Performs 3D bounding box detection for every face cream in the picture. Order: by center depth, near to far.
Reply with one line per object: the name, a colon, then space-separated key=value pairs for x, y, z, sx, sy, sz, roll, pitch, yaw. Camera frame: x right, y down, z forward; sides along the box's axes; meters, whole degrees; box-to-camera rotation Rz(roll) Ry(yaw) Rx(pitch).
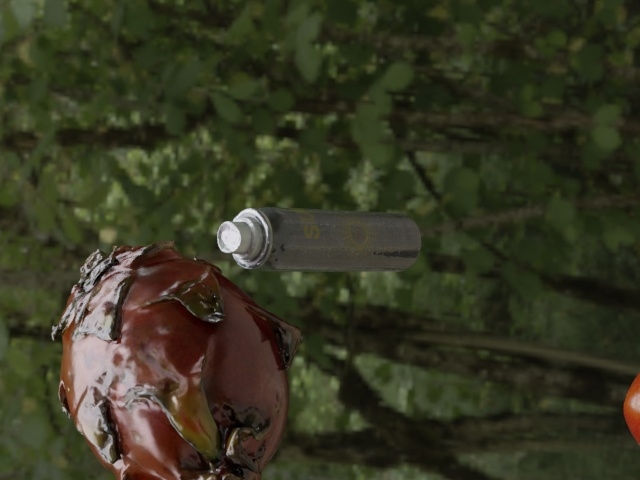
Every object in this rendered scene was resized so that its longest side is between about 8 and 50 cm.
face cream: x=0.000 y=0.000 z=1.429 sx=0.283 sy=0.073 sz=0.073 roll=1 pitch=-84 yaw=-45

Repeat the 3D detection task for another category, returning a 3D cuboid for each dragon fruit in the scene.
dragon fruit: x=-0.142 y=0.142 z=1.263 sx=0.315 sy=0.250 sz=0.250 roll=30 pitch=125 yaw=44

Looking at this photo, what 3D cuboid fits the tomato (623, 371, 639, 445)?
tomato: x=0.572 y=0.229 z=1.679 sx=0.298 sy=0.298 sz=0.226 roll=-72 pitch=8 yaw=-78
